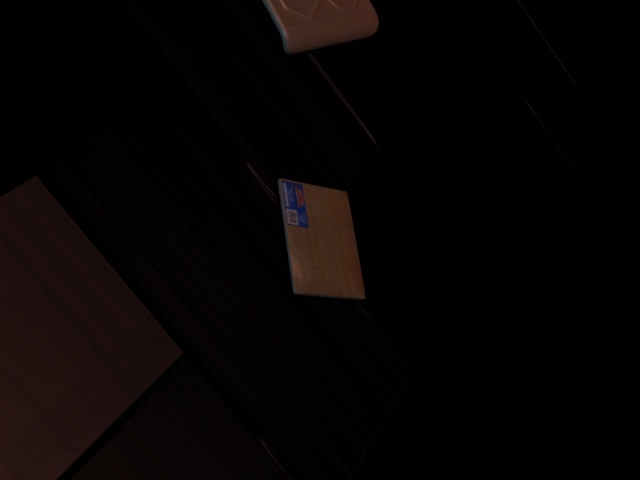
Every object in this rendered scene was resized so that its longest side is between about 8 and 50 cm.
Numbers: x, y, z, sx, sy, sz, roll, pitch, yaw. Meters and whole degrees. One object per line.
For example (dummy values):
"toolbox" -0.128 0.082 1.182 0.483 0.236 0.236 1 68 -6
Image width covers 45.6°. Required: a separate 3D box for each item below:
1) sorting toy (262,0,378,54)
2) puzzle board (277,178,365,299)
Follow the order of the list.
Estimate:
"sorting toy" -0.029 -0.337 0.943 0.193 0.038 0.208 -28 93 -46
"puzzle board" 0.000 0.000 0.811 0.096 0.011 0.128 8 63 -39
